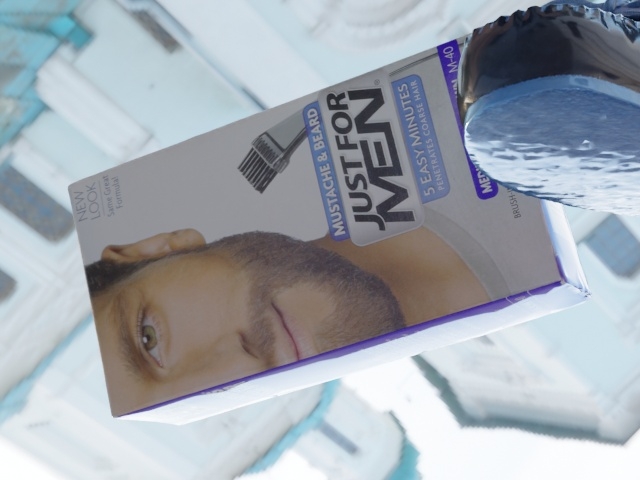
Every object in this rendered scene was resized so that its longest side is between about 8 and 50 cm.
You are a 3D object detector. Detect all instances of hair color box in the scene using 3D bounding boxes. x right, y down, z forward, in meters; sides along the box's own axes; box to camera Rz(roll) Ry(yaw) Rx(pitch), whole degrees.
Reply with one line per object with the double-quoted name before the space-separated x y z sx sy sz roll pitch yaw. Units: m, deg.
"hair color box" 0.000 0.000 0.938 0.338 0.110 0.185 -19 -106 19

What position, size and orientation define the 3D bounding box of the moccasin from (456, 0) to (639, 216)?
"moccasin" 0.171 -0.080 0.707 0.137 0.342 0.117 -6 -100 32
